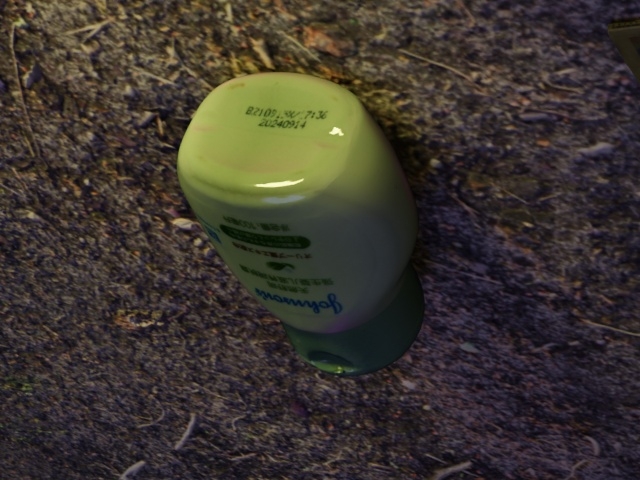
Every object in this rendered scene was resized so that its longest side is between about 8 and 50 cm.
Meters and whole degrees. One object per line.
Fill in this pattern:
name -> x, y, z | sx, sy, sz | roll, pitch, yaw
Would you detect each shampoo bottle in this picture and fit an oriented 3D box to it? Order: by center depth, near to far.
shampoo bottle -> 0.000, 0.000, 1.877 | 0.222, 0.151, 0.349 | 6, 148, 23

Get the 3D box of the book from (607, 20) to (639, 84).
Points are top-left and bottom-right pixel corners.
book -> 0.346, -0.125, 1.566 | 0.192, 0.013, 0.168 | -3, 142, 37
